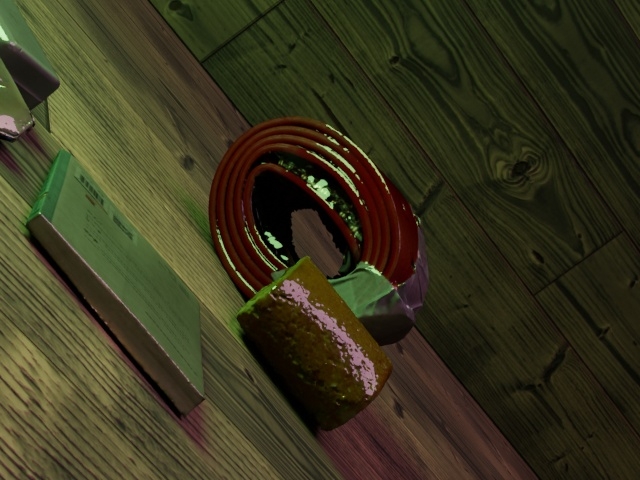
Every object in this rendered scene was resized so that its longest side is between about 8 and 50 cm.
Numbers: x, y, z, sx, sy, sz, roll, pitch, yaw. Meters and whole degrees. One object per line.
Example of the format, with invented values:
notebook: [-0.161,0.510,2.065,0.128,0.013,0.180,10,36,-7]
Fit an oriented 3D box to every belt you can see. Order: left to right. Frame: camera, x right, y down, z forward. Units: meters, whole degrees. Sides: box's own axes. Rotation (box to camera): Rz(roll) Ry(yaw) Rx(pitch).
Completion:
belt: [0.000,0.000,1.898,0.324,0.227,0.115,54,9,30]

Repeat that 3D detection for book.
book: [-0.175,0.025,1.376,0.215,0.025,0.282,51,6,-13]

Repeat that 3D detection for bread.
bread: [-0.007,0.117,1.733,0.172,0.103,0.132,52,22,-3]

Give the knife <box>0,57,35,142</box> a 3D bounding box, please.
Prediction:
knife: [-0.356,-0.227,1.372,0.089,0.043,0.365,-12,63,-47]

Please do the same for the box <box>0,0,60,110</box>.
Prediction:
box: [-0.334,-0.232,1.475,0.243,0.055,0.103,56,7,29]
